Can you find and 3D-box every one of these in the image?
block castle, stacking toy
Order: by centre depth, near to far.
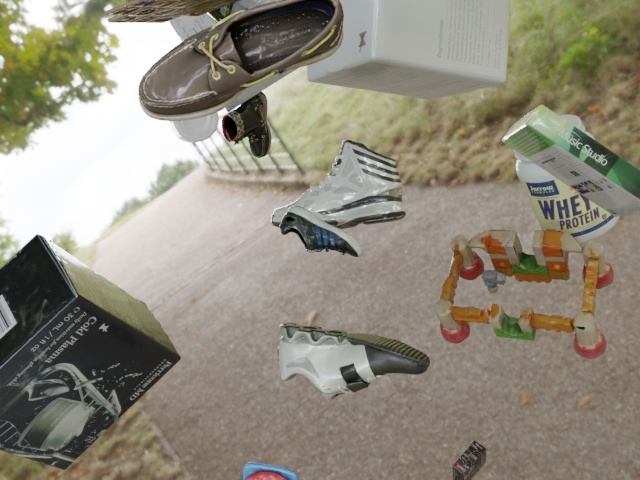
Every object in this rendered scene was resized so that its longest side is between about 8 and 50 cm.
[{"bbox_3d":[-0.163,0.739,1.871,0.165,0.175,0.302,8,20,10],"label":"stacking toy"},{"bbox_3d":[0.568,0.152,2.007,0.453,0.213,0.303,2,60,29],"label":"block castle"}]

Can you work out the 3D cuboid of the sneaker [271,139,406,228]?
[{"bbox_3d":[0.046,-0.169,2.220,0.447,0.257,0.169,-7,-8,26],"label":"sneaker"}]

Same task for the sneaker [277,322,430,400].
[{"bbox_3d":[0.065,0.267,1.495,0.330,0.146,0.122,6,0,24],"label":"sneaker"}]

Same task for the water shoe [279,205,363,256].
[{"bbox_3d":[0.000,0.000,1.656,0.080,0.203,0.073,-58,-6,-15],"label":"water shoe"}]

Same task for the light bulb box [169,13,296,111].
[{"bbox_3d":[-0.241,-0.654,2.188,0.361,0.358,0.225,-32,-34,-2],"label":"light bulb box"}]

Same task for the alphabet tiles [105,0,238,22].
[{"bbox_3d":[-0.258,-0.496,1.466,0.342,0.011,0.285,-7,11,32],"label":"alphabet tiles"}]

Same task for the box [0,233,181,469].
[{"bbox_3d":[-0.741,0.321,1.972,0.480,0.297,0.472,-44,-36,-2],"label":"box"}]

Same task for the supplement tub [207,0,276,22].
[{"bbox_3d":[-0.208,-0.633,1.769,0.207,0.338,0.207,-40,-21,-18],"label":"supplement tub"}]

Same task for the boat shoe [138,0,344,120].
[{"bbox_3d":[-0.118,-0.269,1.028,0.324,0.116,0.097,-22,-3,-3],"label":"boat shoe"}]

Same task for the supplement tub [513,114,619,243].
[{"bbox_3d":[0.714,-0.176,2.086,0.235,0.325,0.235,-26,22,12],"label":"supplement tub"}]

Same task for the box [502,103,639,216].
[{"bbox_3d":[0.564,-0.165,1.548,0.058,0.322,0.232,-57,-1,0],"label":"box"}]

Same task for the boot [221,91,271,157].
[{"bbox_3d":[-0.235,-0.336,2.243,0.178,0.085,0.236,-49,-31,-44],"label":"boot"}]

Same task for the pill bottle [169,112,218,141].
[{"bbox_3d":[-0.325,-0.304,1.812,0.112,0.112,0.186,-34,14,-11],"label":"pill bottle"}]

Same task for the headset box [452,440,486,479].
[{"bbox_3d":[0.301,0.459,1.457,0.083,0.032,0.062,-40,-40,-24],"label":"headset box"}]

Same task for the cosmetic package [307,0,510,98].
[{"bbox_3d":[0.215,-0.550,1.772,0.393,0.327,0.329,2,2,-29],"label":"cosmetic package"}]
